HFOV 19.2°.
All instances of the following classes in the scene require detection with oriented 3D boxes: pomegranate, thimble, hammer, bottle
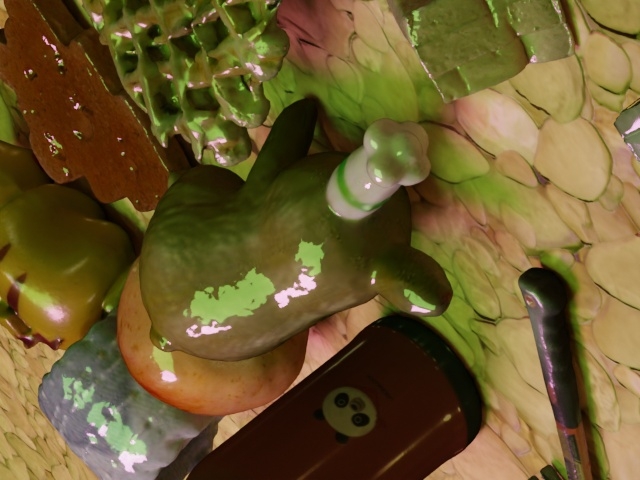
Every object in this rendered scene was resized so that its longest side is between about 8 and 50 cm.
[{"bbox_3d":[-0.101,0.077,1.818,0.191,0.191,0.191,39,150,28],"label":"pomegranate"},{"bbox_3d":[-0.175,0.159,1.992,0.172,0.205,0.250,45,-175,6],"label":"thimble"},{"bbox_3d":[0.203,0.143,1.554,0.111,0.033,0.288,26,142,43],"label":"hammer"},{"bbox_3d":[-0.021,0.207,1.656,0.144,0.336,0.144,39,149,29],"label":"bottle"}]

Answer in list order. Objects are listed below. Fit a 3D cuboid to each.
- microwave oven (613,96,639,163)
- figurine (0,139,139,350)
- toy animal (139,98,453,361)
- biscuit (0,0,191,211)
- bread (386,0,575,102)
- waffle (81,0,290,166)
[{"bbox_3d":[0.285,-0.069,0.969,0.163,0.205,0.129,54,154,-2],"label":"microwave oven"},{"bbox_3d":[-0.342,0.000,2.127,0.327,0.169,0.218,43,147,19],"label":"figurine"},{"bbox_3d":[0.003,-0.008,1.578,0.363,0.180,0.181,-22,111,40],"label":"toy animal"},{"bbox_3d":[-0.226,-0.126,1.928,0.301,0.043,0.278,38,148,27],"label":"biscuit"},{"bbox_3d":[0.109,-0.163,1.354,0.152,0.105,0.077,-105,-10,-69],"label":"bread"},{"bbox_3d":[-0.124,-0.226,1.538,0.317,0.073,0.297,51,146,37],"label":"waffle"}]
